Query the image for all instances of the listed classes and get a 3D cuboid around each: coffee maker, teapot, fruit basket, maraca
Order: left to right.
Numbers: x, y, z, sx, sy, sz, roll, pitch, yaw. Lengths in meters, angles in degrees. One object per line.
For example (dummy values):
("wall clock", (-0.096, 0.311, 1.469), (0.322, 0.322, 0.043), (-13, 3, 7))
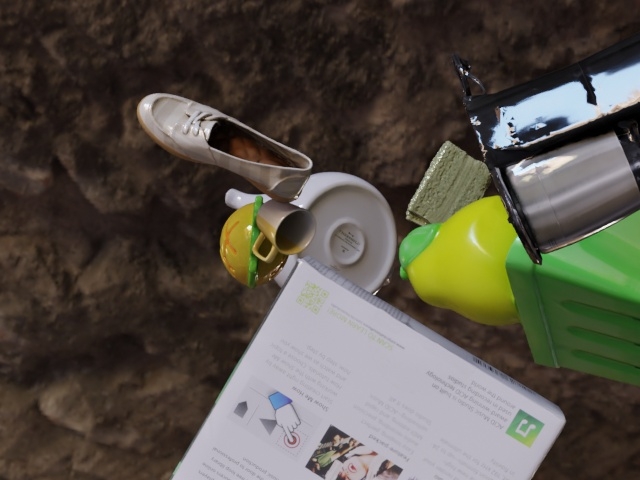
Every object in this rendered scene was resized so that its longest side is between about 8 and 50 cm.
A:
("maraca", (-0.091, 0.002, 1.333), (0.099, 0.127, 0.185), (2, -9, -4))
("teapot", (0.000, 0.000, 1.656), (0.252, 0.256, 0.187), (-22, 15, -28))
("fruit basket", (0.308, 0.016, 1.288), (0.392, 0.283, 0.392), (34, -14, 10))
("coffee maker", (0.201, -0.092, 0.674), (0.178, 0.171, 0.120), (-23, -3, 14))

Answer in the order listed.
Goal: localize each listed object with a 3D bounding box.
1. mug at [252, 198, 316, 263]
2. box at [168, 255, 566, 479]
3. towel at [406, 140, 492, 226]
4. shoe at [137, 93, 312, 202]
("mug", (-0.054, -0.019, 1.193), (0.064, 0.078, 0.062), (35, -30, 45))
("box", (0.004, 0.207, 0.737), (0.232, 0.322, 0.058), (32, 4, 6))
("towel", (0.211, -0.078, 1.567), (0.110, 0.148, 0.027), (30, -5, -15))
("shoe", (-0.109, -0.119, 1.122), (0.219, 0.076, 0.058), (26, -32, -12))
